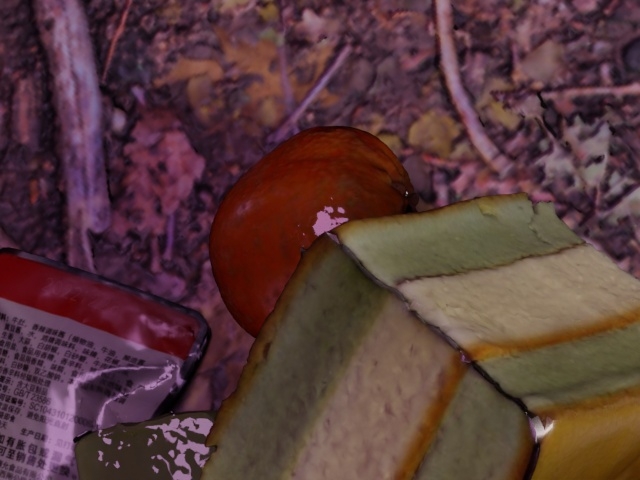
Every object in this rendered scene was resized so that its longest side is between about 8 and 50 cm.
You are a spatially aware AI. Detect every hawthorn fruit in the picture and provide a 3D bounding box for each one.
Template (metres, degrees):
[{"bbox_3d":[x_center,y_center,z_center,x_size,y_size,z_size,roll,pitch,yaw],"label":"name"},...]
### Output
[{"bbox_3d":[0.000,0.000,0.891,0.128,0.128,0.128,-5,73,16],"label":"hawthorn fruit"}]

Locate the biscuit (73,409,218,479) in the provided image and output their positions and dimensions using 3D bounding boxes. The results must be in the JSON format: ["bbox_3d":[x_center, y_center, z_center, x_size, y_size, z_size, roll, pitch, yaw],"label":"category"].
[{"bbox_3d":[-0.063,0.250,0.869,0.099,0.038,0.322,-14,76,14],"label":"biscuit"}]

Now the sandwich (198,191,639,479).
[{"bbox_3d":[0.064,0.110,0.813,0.155,0.198,0.227,43,122,26],"label":"sandwich"}]

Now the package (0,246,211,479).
[{"bbox_3d":[-0.168,0.130,0.947,0.154,0.030,0.239,17,80,14],"label":"package"}]
